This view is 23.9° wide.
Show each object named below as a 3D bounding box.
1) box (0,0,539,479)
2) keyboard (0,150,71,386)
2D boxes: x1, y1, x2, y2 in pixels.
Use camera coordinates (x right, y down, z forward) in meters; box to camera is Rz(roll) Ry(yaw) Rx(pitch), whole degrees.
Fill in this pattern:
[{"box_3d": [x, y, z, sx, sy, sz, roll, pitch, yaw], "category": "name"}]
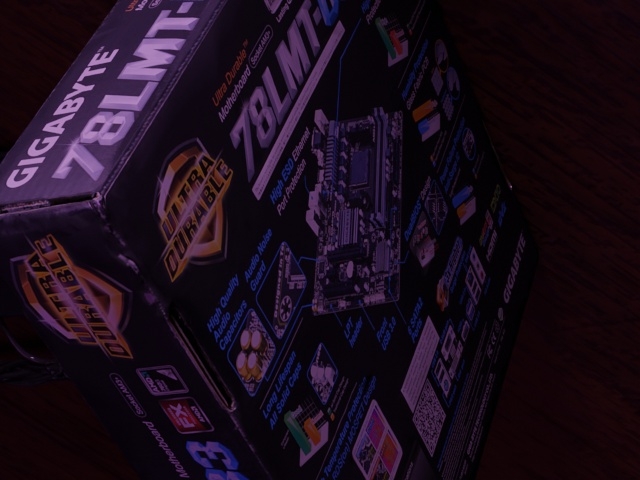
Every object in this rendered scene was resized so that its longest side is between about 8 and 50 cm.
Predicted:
[{"box_3d": [0.000, 0.000, 0.691, 0.073, 0.295, 0.293, -8, 129, 29], "category": "box"}, {"box_3d": [-0.227, 0.028, 1.031, 0.317, 0.033, 0.202, -4, 124, 31], "category": "keyboard"}]
